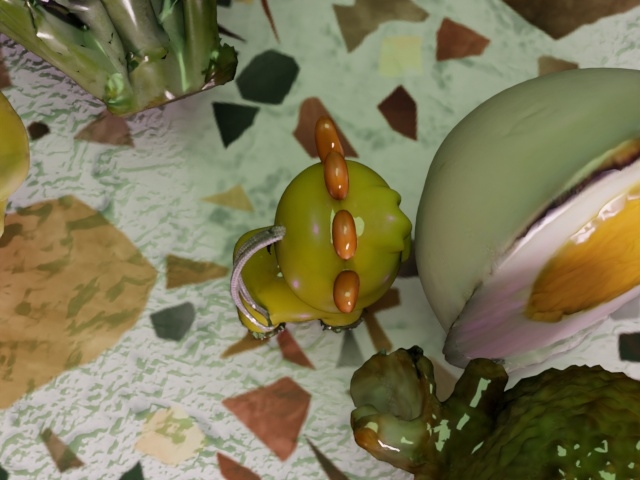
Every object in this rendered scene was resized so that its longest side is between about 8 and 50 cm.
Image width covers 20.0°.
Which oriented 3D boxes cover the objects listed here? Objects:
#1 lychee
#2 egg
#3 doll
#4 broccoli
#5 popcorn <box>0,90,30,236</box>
[{"bbox_3d":[0.170,0.215,1.263,0.270,0.270,0.320,-30,112,-12],"label":"lychee"},{"bbox_3d":[0.169,-0.043,1.334,0.264,0.286,0.174,-27,70,-15],"label":"egg"},{"bbox_3d":[0.000,0.000,1.341,0.135,0.221,0.143,-2,75,-8],"label":"doll"},{"bbox_3d":[-0.165,-0.238,1.399,0.321,0.304,0.283,-19,98,14],"label":"broccoli"},{"bbox_3d":[-0.389,-0.061,1.309,0.334,0.293,0.292,44,53,-21],"label":"popcorn"}]
